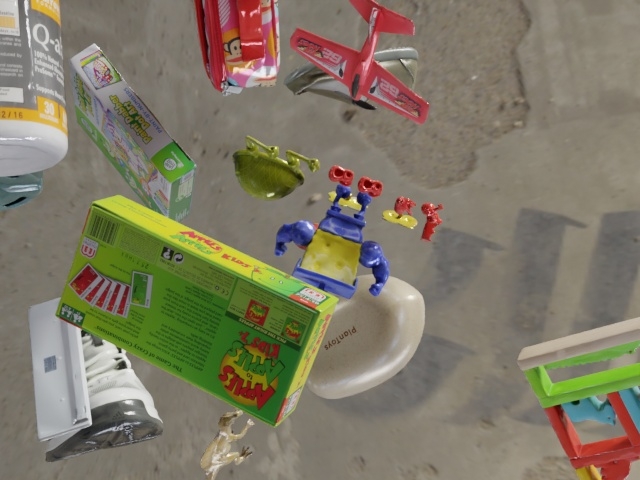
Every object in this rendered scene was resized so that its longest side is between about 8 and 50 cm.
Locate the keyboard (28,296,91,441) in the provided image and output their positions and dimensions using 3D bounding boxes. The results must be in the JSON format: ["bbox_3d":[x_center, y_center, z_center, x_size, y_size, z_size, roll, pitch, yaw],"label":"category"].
[{"bbox_3d":[-0.361,0.168,1.489,0.072,0.256,0.014,-21,132,0],"label":"keyboard"}]

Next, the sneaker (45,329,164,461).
[{"bbox_3d":[-0.359,0.194,1.658,0.169,0.447,0.257,-10,82,-18],"label":"sneaker"}]

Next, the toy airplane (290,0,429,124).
[{"bbox_3d":[0.040,-0.169,0.978,0.151,0.151,0.028,39,63,-5],"label":"toy airplane"}]

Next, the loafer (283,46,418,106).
[{"bbox_3d":[0.061,-0.270,1.832,0.251,0.094,0.087,-11,88,-21],"label":"loafer"}]

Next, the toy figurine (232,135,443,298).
[{"bbox_3d":[0.000,0.000,1.764,0.363,0.191,0.217,19,81,-4],"label":"toy figurine"}]

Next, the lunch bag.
[{"bbox_3d":[-0.114,-0.351,1.450,0.120,0.258,0.293,-8,125,-7],"label":"lunch bag"}]

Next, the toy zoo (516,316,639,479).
[{"bbox_3d":[0.374,0.227,1.237,0.192,0.030,0.293,-20,107,33],"label":"toy zoo"}]

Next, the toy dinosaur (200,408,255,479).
[{"bbox_3d":[-0.139,0.295,1.502,0.053,0.093,0.183,26,114,23],"label":"toy dinosaur"}]

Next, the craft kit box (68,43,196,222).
[{"bbox_3d":[-0.295,-0.155,1.705,0.061,0.250,0.246,-35,82,-17],"label":"craft kit box"}]

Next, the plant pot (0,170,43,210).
[{"bbox_3d":[-0.616,-0.235,1.846,0.341,0.341,0.334,-6,74,-8],"label":"plant pot"}]

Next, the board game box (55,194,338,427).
[{"bbox_3d":[-0.089,0.047,0.765,0.181,0.043,0.092,25,107,13],"label":"board game box"}]

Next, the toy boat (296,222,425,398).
[{"bbox_3d":[0.051,0.109,1.933,0.268,0.148,0.318,-29,72,22],"label":"toy boat"}]

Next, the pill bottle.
[{"bbox_3d":[-0.380,-0.225,1.252,0.162,0.162,0.278,-4,79,-8],"label":"pill bottle"}]
